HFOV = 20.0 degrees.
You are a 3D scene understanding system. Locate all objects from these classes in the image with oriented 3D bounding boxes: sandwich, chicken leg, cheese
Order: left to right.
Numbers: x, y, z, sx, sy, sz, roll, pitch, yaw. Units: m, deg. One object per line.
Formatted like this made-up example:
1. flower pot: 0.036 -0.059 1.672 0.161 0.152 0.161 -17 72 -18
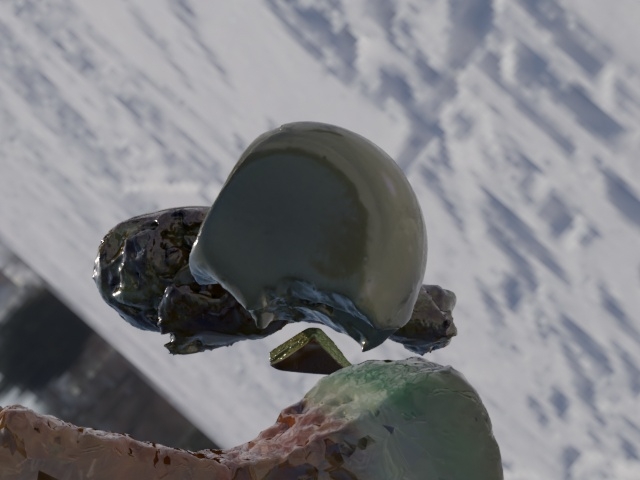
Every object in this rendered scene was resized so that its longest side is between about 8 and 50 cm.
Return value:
1. sandwich: -0.058 0.157 0.721 0.301 0.250 0.162 8 173 -10
2. chicken leg: -0.038 0.043 1.738 0.361 0.140 0.211 9 -168 -3
3. sandwich: -0.008 0.106 1.742 0.083 0.044 0.031 4 -148 -1
4. cheese: 0.000 0.000 1.435 0.202 0.175 0.091 36 -178 31
